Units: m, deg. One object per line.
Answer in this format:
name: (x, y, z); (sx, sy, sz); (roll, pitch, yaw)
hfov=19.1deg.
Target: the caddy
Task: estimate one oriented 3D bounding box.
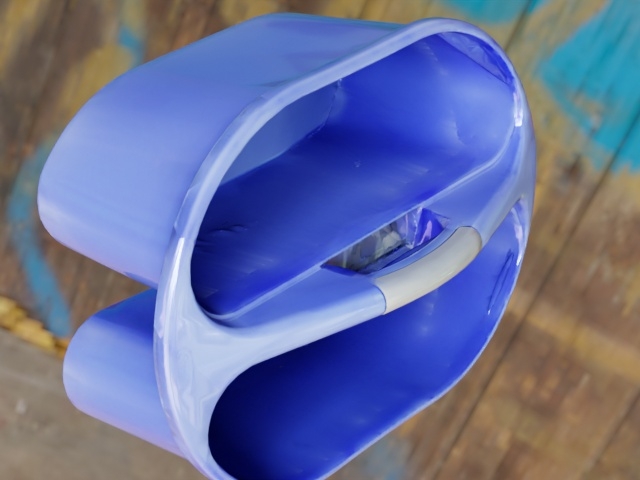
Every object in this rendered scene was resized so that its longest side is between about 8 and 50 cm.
caddy: (0.000, 0.000, 1.108); (0.179, 0.241, 0.341); (16, 32, 36)
